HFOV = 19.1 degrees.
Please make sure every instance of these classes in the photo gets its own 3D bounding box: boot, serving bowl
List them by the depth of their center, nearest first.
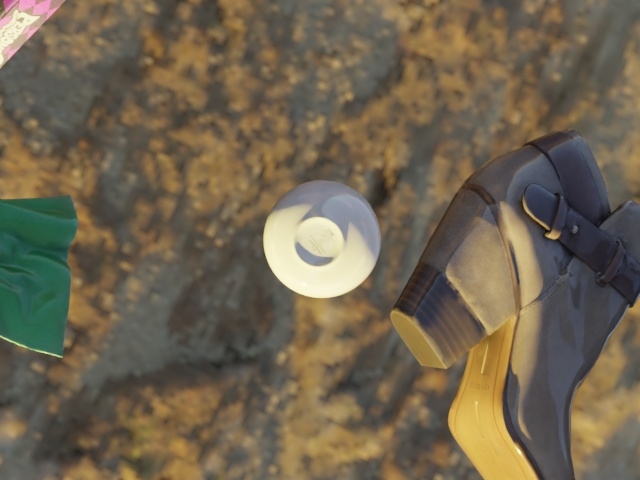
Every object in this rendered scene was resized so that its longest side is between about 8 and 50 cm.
[{"bbox_3d":[0.075,0.028,0.586,0.087,0.042,0.118,-42,119,-20],"label":"boot"},{"bbox_3d":[0.000,0.000,1.323,0.027,0.083,0.083,-37,147,-83],"label":"serving bowl"}]

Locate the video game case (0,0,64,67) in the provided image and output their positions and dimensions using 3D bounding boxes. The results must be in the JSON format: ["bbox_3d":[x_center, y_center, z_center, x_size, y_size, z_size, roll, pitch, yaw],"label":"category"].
[{"bbox_3d":[-0.245,-0.200,1.205,0.232,0.210,0.042,-42,154,16],"label":"video game case"}]

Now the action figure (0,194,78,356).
[{"bbox_3d":[-0.297,0.003,1.401,0.232,0.063,0.137,17,54,-30],"label":"action figure"}]
